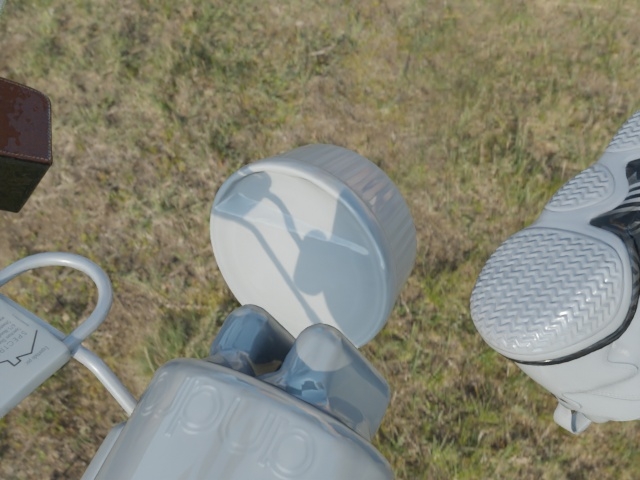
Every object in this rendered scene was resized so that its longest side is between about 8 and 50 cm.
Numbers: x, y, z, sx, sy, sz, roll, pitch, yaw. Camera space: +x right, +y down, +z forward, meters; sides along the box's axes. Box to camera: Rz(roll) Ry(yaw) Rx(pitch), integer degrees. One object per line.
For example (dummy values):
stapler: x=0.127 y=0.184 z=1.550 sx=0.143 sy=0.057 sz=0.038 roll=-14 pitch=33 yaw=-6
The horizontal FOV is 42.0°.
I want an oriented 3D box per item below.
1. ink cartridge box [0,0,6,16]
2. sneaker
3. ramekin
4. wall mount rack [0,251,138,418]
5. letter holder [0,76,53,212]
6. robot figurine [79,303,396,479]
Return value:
ink cartridge box: x=-0.331 y=-0.312 z=0.720 sx=0.171 sy=0.056 sz=0.235 roll=11 pitch=77 yaw=11
sneaker: x=0.309 y=0.014 z=0.732 sx=0.366 sy=0.210 sz=0.137 roll=-40 pitch=37 yaw=-5
ramekin: x=0.000 y=0.000 z=1.072 sx=0.273 sy=0.273 sz=0.127 roll=24 pitch=41 yaw=22
wall mount rack: x=-0.269 y=0.176 z=0.687 sx=0.304 sy=0.130 sz=0.350 roll=29 pitch=49 yaw=19
letter holder: x=-0.537 y=-0.184 z=1.130 sx=0.302 sy=0.152 sz=0.214 roll=9 pitch=60 yaw=-34
robot figurine: x=-0.078 y=0.224 z=0.591 sx=0.300 sy=0.200 sz=0.353 roll=7 pitch=62 yaw=40
